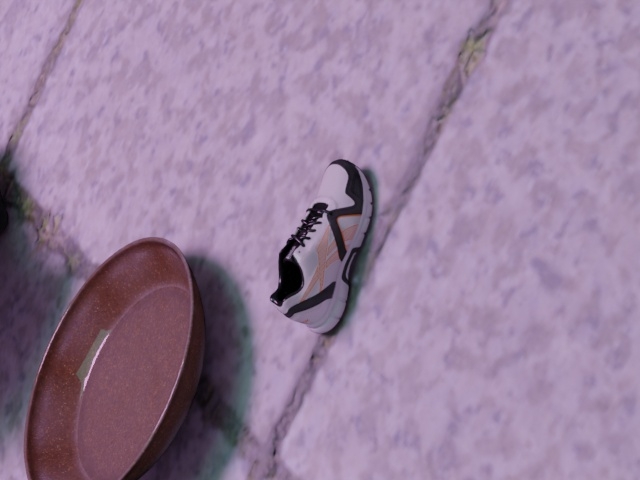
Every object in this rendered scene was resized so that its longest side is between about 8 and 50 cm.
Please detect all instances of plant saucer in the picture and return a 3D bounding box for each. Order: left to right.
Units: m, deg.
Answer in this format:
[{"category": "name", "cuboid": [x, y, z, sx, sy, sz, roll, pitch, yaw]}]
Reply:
[{"category": "plant saucer", "cuboid": [-0.135, 0.095, 1.058, 0.198, 0.036, 0.198, -33, 44, 38]}]

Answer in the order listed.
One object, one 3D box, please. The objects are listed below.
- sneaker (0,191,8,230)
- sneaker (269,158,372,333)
[{"category": "sneaker", "cuboid": [-0.375, -0.013, 1.340, 0.202, 0.185, 0.483, -29, 30, -10]}, {"category": "sneaker", "cuboid": [0.000, 0.000, 0.942, 0.040, 0.044, 0.109, -5, 69, 52]}]
